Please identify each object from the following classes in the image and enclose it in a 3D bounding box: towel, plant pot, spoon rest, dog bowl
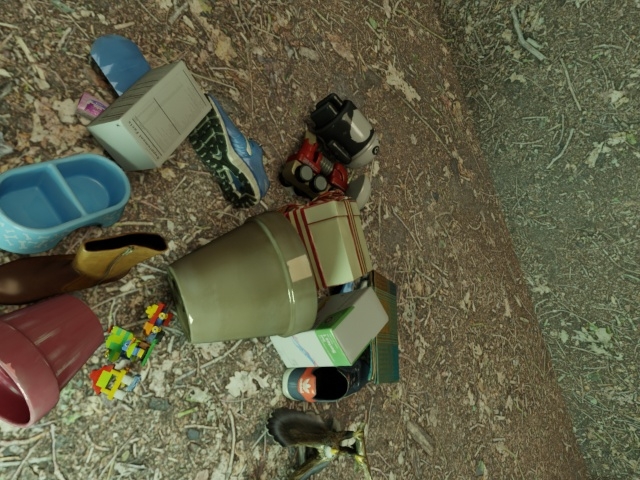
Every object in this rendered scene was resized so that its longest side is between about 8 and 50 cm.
[{"bbox_3d":[0.223,0.310,1.435,0.271,0.040,0.371,34,53,-58],"label":"towel"},{"bbox_3d":[-0.205,0.115,0.991,0.280,0.323,0.323,-17,91,-28],"label":"plant pot"},{"bbox_3d":[0.109,-0.152,1.385,0.084,0.276,0.137,23,89,-3],"label":"spoon rest"},{"bbox_3d":[-0.527,-0.089,0.833,0.166,0.074,0.297,59,35,-5],"label":"dog bowl"},{"bbox_3d":[-0.515,0.199,0.740,0.201,0.201,0.180,61,32,-12],"label":"plant pot"}]

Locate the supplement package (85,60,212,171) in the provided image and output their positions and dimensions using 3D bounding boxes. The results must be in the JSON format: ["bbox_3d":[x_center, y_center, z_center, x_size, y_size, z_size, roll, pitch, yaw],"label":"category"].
[{"bbox_3d":[-0.404,-0.299,0.981,0.139,0.133,0.244,60,44,-40],"label":"supplement package"}]

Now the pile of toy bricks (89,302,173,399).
[{"bbox_3d":[-0.419,0.223,0.887,0.105,0.118,0.212,25,76,-5],"label":"pile of toy bricks"}]

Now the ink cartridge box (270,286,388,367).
[{"bbox_3d":[0.019,0.249,1.151,0.201,0.278,0.117,-38,102,-42],"label":"ink cartridge box"}]

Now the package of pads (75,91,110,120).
[{"bbox_3d":[-0.527,-0.306,0.962,0.083,0.032,0.050,25,63,-36],"label":"package of pads"}]

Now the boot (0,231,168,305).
[{"bbox_3d":[-0.460,0.053,0.753,0.264,0.280,0.096,1,78,-43],"label":"boot"}]

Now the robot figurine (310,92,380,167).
[{"bbox_3d":[0.095,-0.389,1.462,0.209,0.173,0.278,-47,115,-2],"label":"robot figurine"}]

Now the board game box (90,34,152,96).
[{"bbox_3d":[-0.496,-0.429,1.027,0.169,0.033,0.133,60,42,-20],"label":"board game box"}]

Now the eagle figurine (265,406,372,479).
[{"bbox_3d":[-0.011,0.584,1.127,0.298,0.225,0.226,-3,35,-14],"label":"eagle figurine"}]

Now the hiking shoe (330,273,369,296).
[{"bbox_3d":[0.083,0.228,1.355,0.132,0.113,0.304,7,74,-16],"label":"hiking shoe"}]

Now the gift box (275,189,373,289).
[{"bbox_3d":[0.000,0.000,1.165,0.276,0.255,0.258,-6,81,-73],"label":"gift box"}]

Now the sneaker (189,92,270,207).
[{"bbox_3d":[-0.253,-0.259,1.162,0.330,0.129,0.147,63,32,-14],"label":"sneaker"}]

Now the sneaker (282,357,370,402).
[{"bbox_3d":[0.061,0.425,1.229,0.349,0.148,0.131,4,76,-43],"label":"sneaker"}]

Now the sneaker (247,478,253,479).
[{"bbox_3d":[-0.177,0.651,1.034,0.037,0.031,0.083,24,67,-52],"label":"sneaker"}]

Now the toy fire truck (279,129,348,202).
[{"bbox_3d":[-0.009,-0.259,1.372,0.217,0.158,0.247,31,69,-33],"label":"toy fire truck"}]
